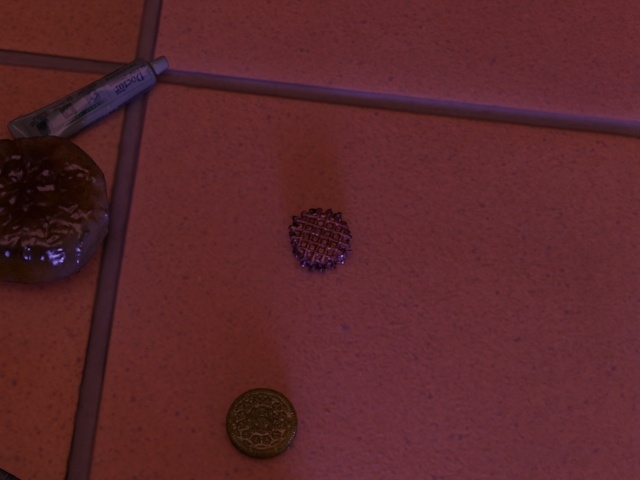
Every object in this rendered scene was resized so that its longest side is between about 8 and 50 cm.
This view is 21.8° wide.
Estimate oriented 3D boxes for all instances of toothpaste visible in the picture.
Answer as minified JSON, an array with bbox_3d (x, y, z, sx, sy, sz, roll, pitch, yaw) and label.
[{"bbox_3d":[-0.285,-0.174,2.088,0.218,0.041,0.064,-31,75,-15],"label":"toothpaste"}]

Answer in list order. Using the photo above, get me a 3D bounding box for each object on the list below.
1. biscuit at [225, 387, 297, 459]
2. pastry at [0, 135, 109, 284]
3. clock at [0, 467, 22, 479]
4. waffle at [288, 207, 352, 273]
[{"bbox_3d":[-0.068,0.210,1.909,0.084,0.023,0.084,1,64,-3],"label":"biscuit"},{"bbox_3d":[-0.347,-0.034,1.975,0.193,0.093,0.182,-4,60,-5],"label":"pastry"},{"bbox_3d":[-0.400,0.370,1.781,0.279,0.049,0.273,28,63,8],"label":"clock"},{"bbox_3d":[0.000,0.000,2.022,0.075,0.029,0.083,-20,69,-11],"label":"waffle"}]
